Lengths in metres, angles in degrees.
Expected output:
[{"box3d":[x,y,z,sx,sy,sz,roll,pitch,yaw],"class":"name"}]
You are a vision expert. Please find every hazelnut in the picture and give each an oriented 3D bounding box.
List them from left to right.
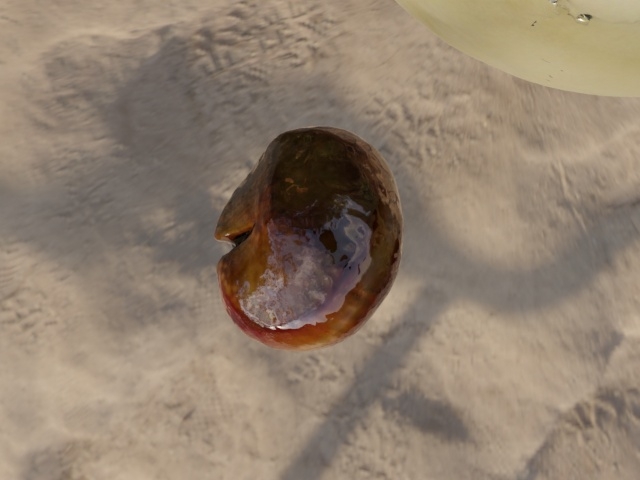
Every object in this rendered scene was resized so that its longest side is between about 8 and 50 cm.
[{"box3d":[0.000,0.000,1.113,0.178,0.178,0.204,6,75,7],"class":"hazelnut"}]

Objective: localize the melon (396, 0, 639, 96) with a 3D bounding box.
[{"box3d":[0.109,-0.162,0.432,0.223,0.317,0.223,-2,100,-9],"class":"melon"}]
